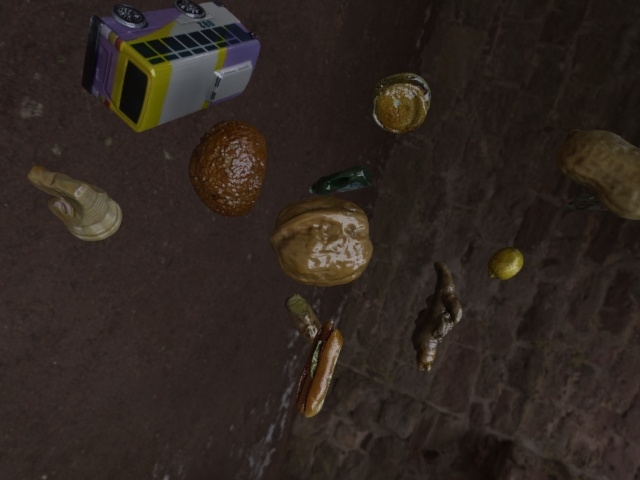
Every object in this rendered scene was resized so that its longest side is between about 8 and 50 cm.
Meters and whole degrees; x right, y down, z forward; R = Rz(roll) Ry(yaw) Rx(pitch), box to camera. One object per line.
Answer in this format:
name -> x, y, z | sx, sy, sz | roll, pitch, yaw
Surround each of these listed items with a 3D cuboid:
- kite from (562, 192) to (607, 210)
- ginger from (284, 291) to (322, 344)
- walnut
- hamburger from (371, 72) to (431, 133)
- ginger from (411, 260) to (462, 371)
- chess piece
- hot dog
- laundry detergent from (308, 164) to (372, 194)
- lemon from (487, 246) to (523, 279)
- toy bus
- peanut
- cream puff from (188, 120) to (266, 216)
kite -> 0.901, -0.125, 1.602 | 0.229, 0.250, 0.012 | -95, 173, -70
ginger -> -0.037, 0.238, 1.416 | 0.074, 0.137, 0.213 | -23, 138, -3
walnut -> 0.000, 0.000, 1.238 | 0.257, 0.257, 0.225 | 76, 6, -61
hamburger -> 0.232, -0.411, 1.493 | 0.185, 0.177, 0.113 | -31, -145, 39
ginger -> 0.358, 0.243, 1.534 | 0.080, 0.166, 0.333 | 9, 110, -33
chess piece -> -0.552, -0.088, 1.144 | 0.137, 0.137, 0.301 | -65, -175, -16
hot dog -> -0.006, 0.300, 1.191 | 0.092, 0.062, 0.236 | 7, -101, 63
laundry detergent -> 0.056, -0.195, 1.657 | 0.137, 0.210, 0.063 | 17, 63, -70
lemon -> 0.515, 0.067, 1.401 | 0.110, 0.082, 0.082 | -42, 163, 4
toy bus -> -0.366, -0.472, 1.324 | 0.440, 0.249, 0.209 | -41, 170, -48
peanut -> 0.647, -0.135, 1.064 | 0.159, 0.291, 0.143 | -54, 158, -15
cream puff -> -0.277, -0.216, 1.475 | 0.303, 0.212, 0.303 | -170, -90, -70
